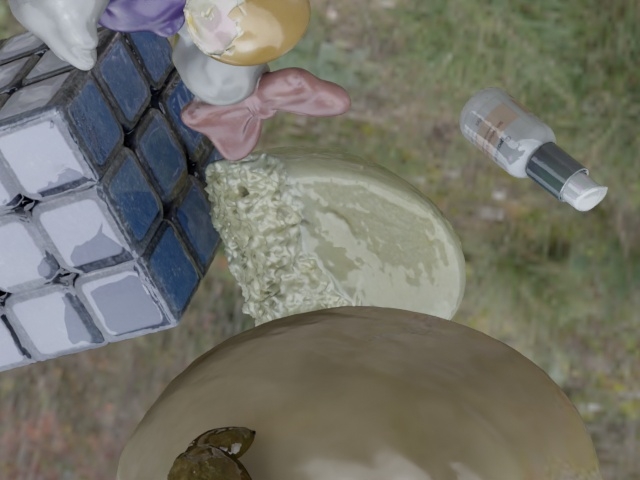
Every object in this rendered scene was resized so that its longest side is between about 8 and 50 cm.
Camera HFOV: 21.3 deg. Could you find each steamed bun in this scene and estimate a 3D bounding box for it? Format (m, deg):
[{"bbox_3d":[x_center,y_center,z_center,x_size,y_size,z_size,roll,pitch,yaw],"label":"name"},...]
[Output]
[{"bbox_3d":[0.000,0.000,1.861,0.290,0.273,0.272,25,142,65],"label":"steamed bun"}]

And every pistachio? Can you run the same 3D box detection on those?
[{"bbox_3d":[0.026,0.234,1.459,0.445,0.365,0.281,-3,157,26],"label":"pistachio"}]

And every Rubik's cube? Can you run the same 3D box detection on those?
[{"bbox_3d":[-0.307,-0.065,1.980,0.304,0.301,0.305,-16,116,25],"label":"Rubik's cube"}]

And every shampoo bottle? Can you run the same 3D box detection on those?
[{"bbox_3d":[0.245,-0.101,1.977,0.192,0.074,0.074,44,161,29],"label":"shampoo bottle"}]

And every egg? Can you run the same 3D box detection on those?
[{"bbox_3d":[-0.051,-0.170,1.261,0.080,0.096,0.080,17,117,37],"label":"egg"}]

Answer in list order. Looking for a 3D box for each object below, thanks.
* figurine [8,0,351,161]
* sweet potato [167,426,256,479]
[{"bbox_3d":[-0.150,-0.208,1.390,0.154,0.193,0.421,-21,150,32],"label":"figurine"},{"bbox_3d":[-0.117,0.281,1.288,0.124,0.310,0.098,45,157,-25],"label":"sweet potato"}]
